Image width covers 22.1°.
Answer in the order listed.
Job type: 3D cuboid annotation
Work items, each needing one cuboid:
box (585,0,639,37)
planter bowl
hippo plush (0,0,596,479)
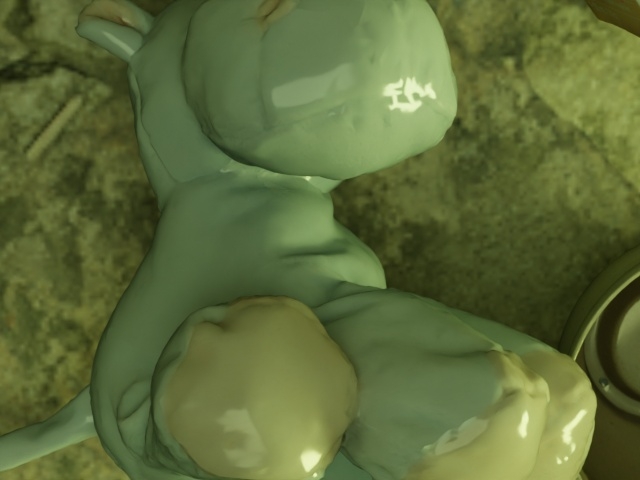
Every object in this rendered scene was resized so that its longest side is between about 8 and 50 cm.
[{"bbox_3d":[0.131,-0.185,0.740,0.091,0.130,0.170,-36,103,5],"label":"box"},{"bbox_3d":[0.188,0.063,0.818,0.162,0.109,0.162,-1,104,-4],"label":"planter bowl"},{"bbox_3d":[0.000,0.000,0.757,0.234,0.294,0.237,10,77,-29],"label":"hippo plush"}]
